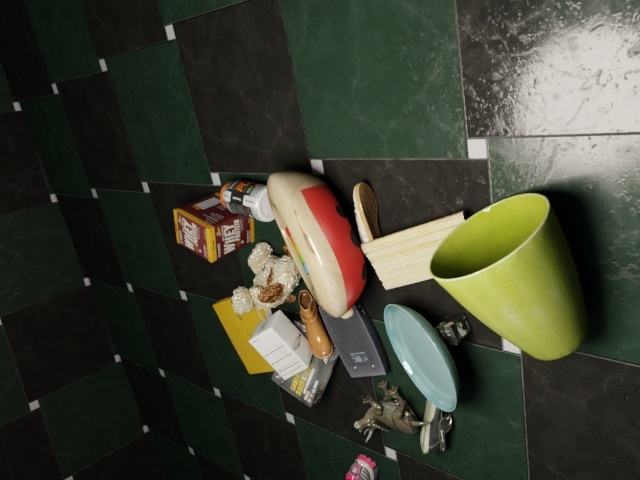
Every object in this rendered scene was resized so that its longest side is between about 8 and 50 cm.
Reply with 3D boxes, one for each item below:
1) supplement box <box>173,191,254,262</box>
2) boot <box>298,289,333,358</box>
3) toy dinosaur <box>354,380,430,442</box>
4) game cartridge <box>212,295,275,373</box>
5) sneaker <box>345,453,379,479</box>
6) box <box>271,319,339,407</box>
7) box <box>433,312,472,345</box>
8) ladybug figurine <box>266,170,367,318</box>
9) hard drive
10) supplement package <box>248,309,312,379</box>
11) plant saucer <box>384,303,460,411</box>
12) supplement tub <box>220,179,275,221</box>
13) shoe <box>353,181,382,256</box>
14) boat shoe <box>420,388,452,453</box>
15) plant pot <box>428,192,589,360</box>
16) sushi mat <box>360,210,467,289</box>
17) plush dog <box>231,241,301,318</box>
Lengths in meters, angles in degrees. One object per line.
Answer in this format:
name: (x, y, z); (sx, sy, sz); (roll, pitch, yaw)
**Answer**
supplement box: (-0.359, -0.049, 1.838); (0.191, 0.194, 0.129); (25, 128, 33)
boot: (-0.024, 0.264, 1.705); (0.197, 0.073, 0.152); (-120, 13, -45)
toy dinosaur: (0.234, 0.532, 1.656); (0.314, 0.121, 0.160); (-11, 114, 45)
game cartridge: (-0.259, 0.355, 2.078); (0.285, 0.053, 0.323); (-22, 98, 48)
sneaker: (0.134, 0.905, 1.943); (0.121, 0.112, 0.299); (17, 123, 38)
box: (-0.047, 0.410, 1.817); (0.183, 0.056, 0.231); (28, 101, 31)
box: (0.338, 0.231, 1.393); (0.062, 0.083, 0.052); (-22, 94, 49)
ladybug figurine: (0.000, 0.000, 1.497); (0.449, 0.162, 0.305); (65, 170, 3)
hard drive: (0.108, 0.299, 1.678); (0.172, 0.054, 0.254); (-22, 95, 48)
supplement package: (-0.121, 0.334, 1.727); (0.105, 0.105, 0.179); (-34, 104, 25)
plant saucer: (0.275, 0.304, 1.446); (0.317, 0.044, 0.317); (56, 164, 26)
supplement tub: (-0.224, -0.130, 1.721); (0.190, 0.117, 0.116); (15, 121, 38)
shoe: (0.120, -0.050, 1.458); (0.058, 0.076, 0.219); (-2, 112, 38)
boat shoe: (0.342, 0.516, 1.569); (0.079, 0.084, 0.233); (3, 112, 1)
plant pot: (0.426, 0.098, 1.136); (0.293, 0.275, 0.275); (51, 140, -13)
sushi mat: (0.254, 0.034, 1.369); (0.317, 0.019, 0.151); (-20, 111, 41)
plush dog: (-0.140, 0.131, 1.736); (0.211, 0.262, 0.225); (29, 151, -15)
